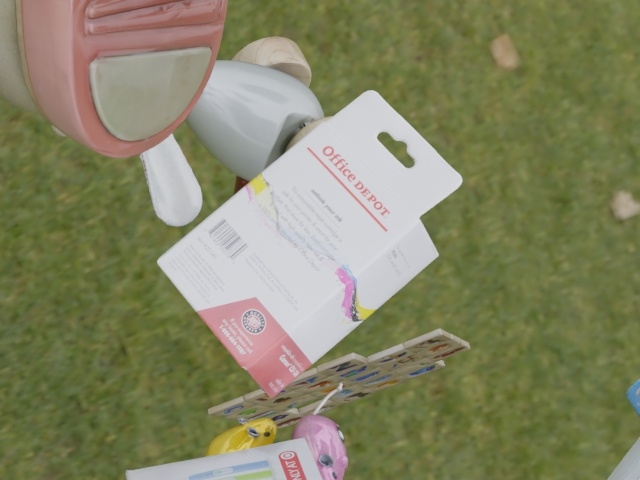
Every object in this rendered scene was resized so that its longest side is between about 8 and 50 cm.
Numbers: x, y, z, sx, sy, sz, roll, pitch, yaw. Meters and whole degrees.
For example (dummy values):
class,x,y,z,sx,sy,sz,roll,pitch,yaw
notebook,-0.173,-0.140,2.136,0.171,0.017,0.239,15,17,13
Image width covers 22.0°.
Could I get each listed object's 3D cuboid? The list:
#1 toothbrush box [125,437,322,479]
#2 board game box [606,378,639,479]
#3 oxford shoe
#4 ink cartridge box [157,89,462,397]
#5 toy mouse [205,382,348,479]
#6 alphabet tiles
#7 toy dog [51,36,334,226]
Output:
class,x,y,z,sx,sy,sz,roll,pitch,yaw
toothbrush box,-0.032,0.295,0.978,0.122,0.206,0.283,-10,112,-8
board game box,0.332,0.197,1.348,0.390,0.390,0.050,-7,49,-35
oxford shoe,-0.125,-0.233,0.688,0.140,0.147,0.397,-26,129,-49
ink cartridge box,0.000,0.000,1.157,0.115,0.198,0.067,48,-4,29
toy mouse,-0.029,0.176,1.199,0.143,0.161,0.031,47,-2,43
alphabet tiles,0.028,0.140,1.656,0.198,0.237,0.009,29,40,-68
toy dog,-0.122,-0.103,1.530,0.334,0.161,0.220,20,33,-26
